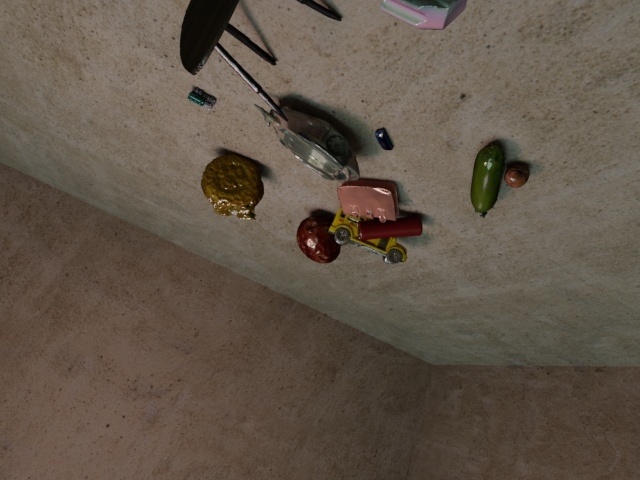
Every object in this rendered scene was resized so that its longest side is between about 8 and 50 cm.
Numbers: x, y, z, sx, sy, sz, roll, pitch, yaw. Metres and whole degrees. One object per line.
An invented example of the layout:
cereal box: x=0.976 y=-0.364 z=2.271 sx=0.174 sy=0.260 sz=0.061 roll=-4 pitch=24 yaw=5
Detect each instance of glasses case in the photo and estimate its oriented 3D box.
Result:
glasses case: x=0.189 y=-0.298 z=1.214 sx=0.033 sy=0.023 sz=0.083 roll=1 pitch=149 yaw=34

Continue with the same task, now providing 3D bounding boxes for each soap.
soap: x=0.200 y=-0.458 z=0.765 sx=0.149 sy=0.100 sz=0.056 roll=39 pitch=170 yaw=23

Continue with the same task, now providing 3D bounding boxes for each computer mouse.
computer mouse: x=-0.029 y=-0.318 z=1.253 sx=0.388 sy=0.115 sz=0.199 roll=36 pitch=165 yaw=-6

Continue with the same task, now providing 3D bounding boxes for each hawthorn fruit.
hawthorn fruit: x=0.546 y=-0.171 z=1.143 sx=0.066 sy=0.067 sz=0.103 roll=17 pitch=158 yaw=10

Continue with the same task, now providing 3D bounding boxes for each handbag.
handbag: x=0.173 y=-0.144 z=1.469 sx=0.212 sy=0.059 sz=0.158 roll=9 pitch=138 yaw=26

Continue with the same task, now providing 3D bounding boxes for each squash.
squash: x=0.488 y=-0.158 z=1.197 sx=0.087 sy=0.087 sz=0.332 roll=11 pitch=157 yaw=21

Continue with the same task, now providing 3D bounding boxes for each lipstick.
lipstick: x=0.260 y=-0.046 z=1.525 sx=0.240 sy=0.080 sz=0.080 roll=-5 pitch=154 yaw=0

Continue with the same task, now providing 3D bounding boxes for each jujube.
jujube: x=0.000 y=0.000 z=1.813 sx=0.197 sy=0.198 sz=0.290 roll=10 pitch=157 yaw=24

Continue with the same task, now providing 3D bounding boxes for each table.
table: x=-0.146 y=-0.469 z=0.926 sx=0.248 sy=0.318 sz=0.317 roll=22 pitch=161 yaw=-40

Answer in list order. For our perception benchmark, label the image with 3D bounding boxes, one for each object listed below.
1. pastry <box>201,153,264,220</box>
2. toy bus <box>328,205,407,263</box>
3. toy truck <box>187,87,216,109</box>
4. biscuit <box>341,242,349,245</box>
pastry: x=-0.343 y=-0.215 z=1.575 sx=0.239 sy=0.236 sz=0.132 roll=10 pitch=152 yaw=1
toy bus: x=0.202 y=-0.017 z=1.635 sx=0.329 sy=0.152 sz=0.144 roll=22 pitch=177 yaw=1
toy truck: x=-0.388 y=-0.460 z=1.321 sx=0.083 sy=0.044 sz=0.039 roll=26 pitch=159 yaw=-12
biscuit: x=0.097 y=-0.003 z=1.929 sx=0.081 sy=0.018 sz=0.083 roll=33 pitch=155 yaw=-25
